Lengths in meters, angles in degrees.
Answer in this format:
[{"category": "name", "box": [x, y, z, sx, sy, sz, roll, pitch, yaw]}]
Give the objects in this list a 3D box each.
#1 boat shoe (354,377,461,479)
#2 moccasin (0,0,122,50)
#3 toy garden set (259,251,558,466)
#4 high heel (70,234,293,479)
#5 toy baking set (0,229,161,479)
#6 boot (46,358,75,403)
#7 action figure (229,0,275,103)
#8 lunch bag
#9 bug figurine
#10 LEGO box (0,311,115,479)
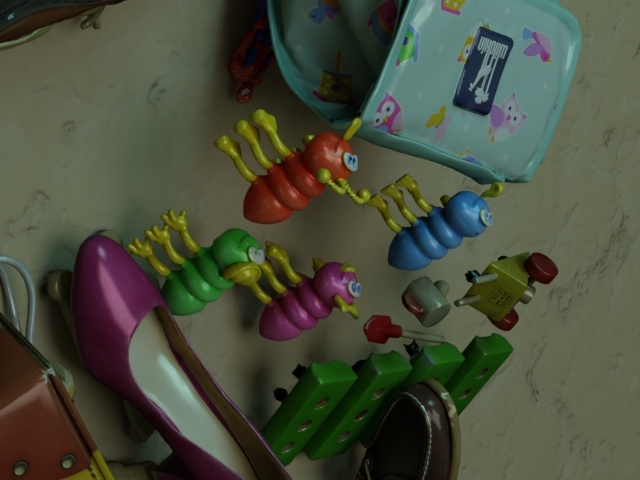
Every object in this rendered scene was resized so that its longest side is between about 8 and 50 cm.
[{"category": "boat shoe", "box": [0.061, 0.204, 1.539, 0.073, 0.073, 0.207, -16, 132, -31]}, {"category": "moccasin", "box": [-0.158, -0.200, 1.222, 0.380, 0.147, 0.139, -38, 109, -35]}, {"category": "toy garden set", "box": [0.066, 0.087, 1.522, 0.244, 0.049, 0.204, -5, 139, -48]}, {"category": "high heel", "box": [-0.089, 0.103, 1.317, 0.082, 0.117, 0.244, -41, 122, -47]}, {"category": "toy baking set", "box": [-0.186, 0.097, 1.311, 0.256, 0.030, 0.197, -14, 101, -54]}, {"category": "boot", "box": [-0.238, 0.209, 1.212, 0.248, 0.090, 0.207, -35, 131, -22]}, {"category": "action figure", "box": [-0.042, -0.157, 1.433, 0.038, 0.030, 0.115, 32, 74, -52]}, {"category": "lunch bag", "box": [0.076, -0.179, 1.413, 0.223, 0.160, 0.262, 15, 61, -50]}, {"category": "bug figurine", "box": [0.000, 0.000, 1.376, 0.279, 0.216, 0.072, 18, 44, -54]}, {"category": "LEGO box", "box": [-0.240, 0.318, 1.070, 0.372, 0.193, 0.500, -33, 123, -16]}]
